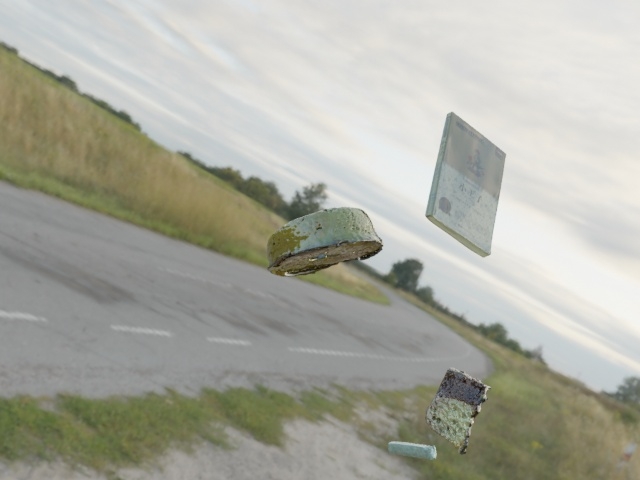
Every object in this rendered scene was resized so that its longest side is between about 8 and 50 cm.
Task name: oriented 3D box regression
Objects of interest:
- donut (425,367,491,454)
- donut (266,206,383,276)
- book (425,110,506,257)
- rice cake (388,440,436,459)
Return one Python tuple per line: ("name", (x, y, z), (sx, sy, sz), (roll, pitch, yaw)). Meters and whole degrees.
("donut", (0.329, 0.404, 1.900), (0.126, 0.187, 0.144), (29, -11, 11))
("donut", (0.000, 0.000, 1.790), (0.271, 0.107, 0.272), (-13, -14, -3))
("book", (0.232, -0.089, 1.241), (0.138, 0.199, 0.016), (31, -31, -28))
("rice cake", (0.163, 0.373, 1.404), (0.021, 0.022, 0.121), (-7, -4, -33))
